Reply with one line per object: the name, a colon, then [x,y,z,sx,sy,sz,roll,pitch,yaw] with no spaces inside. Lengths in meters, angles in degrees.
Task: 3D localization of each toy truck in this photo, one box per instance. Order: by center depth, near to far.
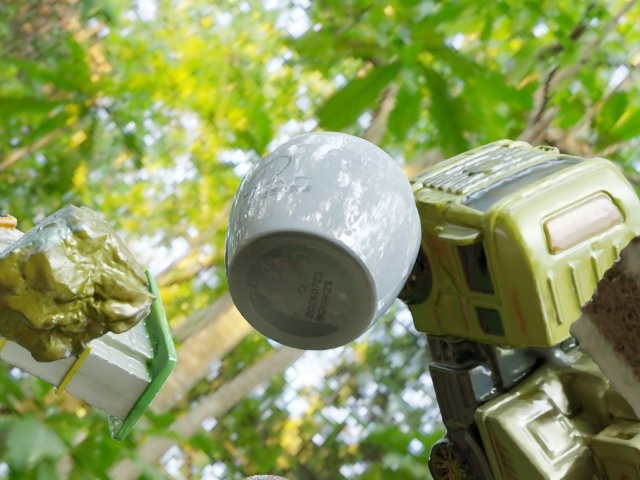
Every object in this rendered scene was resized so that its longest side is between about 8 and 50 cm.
toy truck: [0.204,0.124,1.398,0.254,0.180,0.405,5,-65,55]

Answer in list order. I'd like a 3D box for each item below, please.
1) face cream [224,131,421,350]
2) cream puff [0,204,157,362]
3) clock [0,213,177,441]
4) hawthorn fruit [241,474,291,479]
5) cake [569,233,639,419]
face cream: [0.000,0.000,0.983,0.117,0.104,0.117,7,-54,10]
cream puff: [-0.214,0.042,1.344,0.116,0.146,0.146,52,-42,-10]
clock: [-0.287,0.060,1.649,0.255,0.220,0.106,31,-77,-23]
hawthorn fruit: [-0.066,0.363,1.718,0.266,0.230,0.210,13,-76,62]
cake: [0.270,0.054,1.103,0.134,0.135,0.147,51,-51,35]
